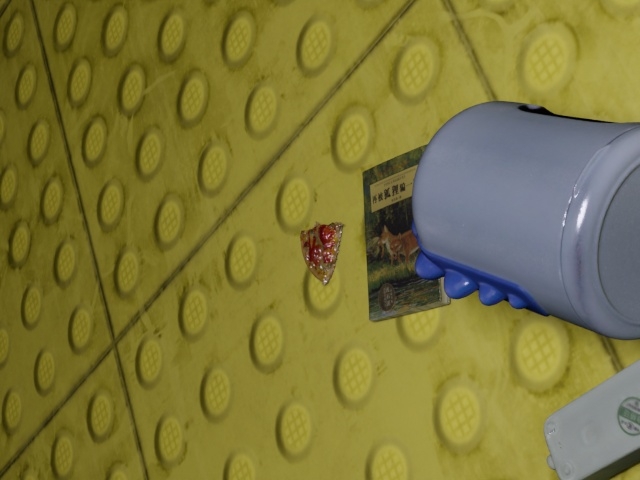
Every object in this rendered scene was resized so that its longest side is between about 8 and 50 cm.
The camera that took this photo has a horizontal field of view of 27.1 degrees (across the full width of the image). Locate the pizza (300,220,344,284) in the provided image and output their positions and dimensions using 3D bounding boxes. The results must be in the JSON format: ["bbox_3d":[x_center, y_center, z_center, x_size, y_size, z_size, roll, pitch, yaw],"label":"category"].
[{"bbox_3d":[-0.009,0.006,2.038,0.099,0.029,0.100,29,106,51],"label":"pizza"}]

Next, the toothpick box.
[{"bbox_3d":[0.251,-0.030,1.540,0.355,0.263,0.263,21,100,53],"label":"toothpick box"}]

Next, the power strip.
[{"bbox_3d":[0.391,0.169,1.470,0.385,0.062,0.091,-41,53,39],"label":"power strip"}]

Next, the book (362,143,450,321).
[{"bbox_3d":[0.118,-0.009,1.884,0.160,0.024,0.228,-20,68,51],"label":"book"}]
